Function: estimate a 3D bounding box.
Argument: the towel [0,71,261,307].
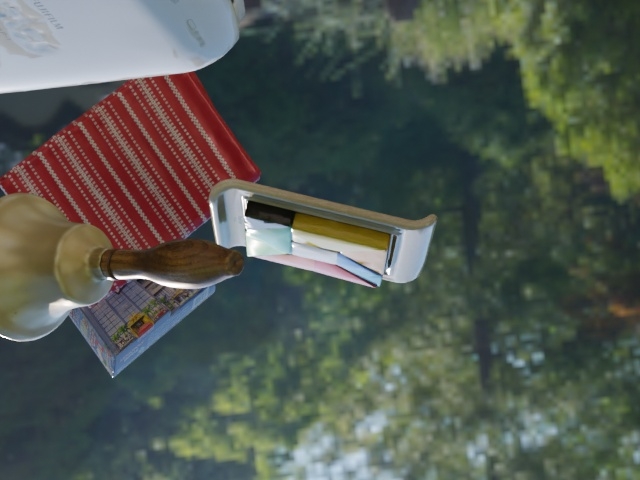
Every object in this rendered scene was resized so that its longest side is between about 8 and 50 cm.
[{"bbox_3d":[-0.225,-0.077,1.949,0.275,0.199,0.031,-38,-163,-13],"label":"towel"}]

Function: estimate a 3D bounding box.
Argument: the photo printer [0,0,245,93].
[{"bbox_3d":[-0.231,-0.233,1.377,0.308,0.107,0.256,-3,150,25],"label":"photo printer"}]

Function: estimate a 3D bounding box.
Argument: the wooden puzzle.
[{"bbox_3d":[0.000,0.000,1.762,0.239,0.044,0.221,9,164,2],"label":"wooden puzzle"}]

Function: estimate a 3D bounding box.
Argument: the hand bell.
[{"bbox_3d":[-0.159,0.018,1.292,0.242,0.126,0.126,-2,-174,39],"label":"hand bell"}]

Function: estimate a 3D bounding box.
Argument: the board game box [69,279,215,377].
[{"bbox_3d":[-0.270,0.049,2.114,0.194,0.194,0.060,-41,162,-32],"label":"board game box"}]
